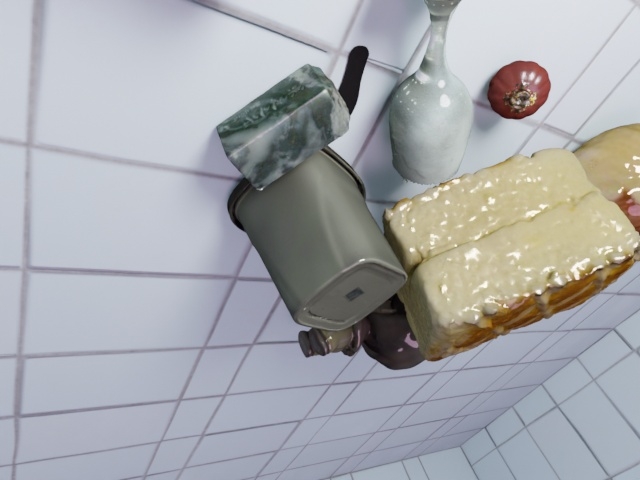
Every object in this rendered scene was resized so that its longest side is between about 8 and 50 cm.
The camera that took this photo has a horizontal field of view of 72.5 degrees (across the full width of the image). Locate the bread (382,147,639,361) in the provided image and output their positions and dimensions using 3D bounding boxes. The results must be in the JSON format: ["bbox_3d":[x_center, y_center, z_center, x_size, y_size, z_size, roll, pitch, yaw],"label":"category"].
[{"bbox_3d":[0.328,0.041,0.850,0.371,0.279,0.390,-24,158,0],"label":"bread"}]

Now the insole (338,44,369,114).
[{"bbox_3d":[0.045,-0.240,0.689,0.045,0.002,0.135,-5,136,-24],"label":"insole"}]

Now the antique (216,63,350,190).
[{"bbox_3d":[-0.051,-0.171,0.650,0.183,0.088,0.086,-33,140,7],"label":"antique"}]

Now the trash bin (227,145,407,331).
[{"bbox_3d":[0.000,0.000,0.737,0.220,0.250,0.219,-43,143,19],"label":"trash bin"}]

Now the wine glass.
[{"bbox_3d":[0.172,-0.235,0.656,0.144,0.143,0.321,-16,139,-11],"label":"wine glass"}]

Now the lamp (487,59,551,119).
[{"bbox_3d":[0.343,-0.259,0.755,0.101,0.090,0.101,13,135,13],"label":"lamp"}]

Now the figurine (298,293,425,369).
[{"bbox_3d":[0.143,0.222,1.083,0.381,0.203,0.248,-3,139,-23],"label":"figurine"}]

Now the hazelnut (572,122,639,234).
[{"bbox_3d":[0.669,-0.128,0.950,0.261,0.241,0.261,0,95,-3],"label":"hazelnut"}]
